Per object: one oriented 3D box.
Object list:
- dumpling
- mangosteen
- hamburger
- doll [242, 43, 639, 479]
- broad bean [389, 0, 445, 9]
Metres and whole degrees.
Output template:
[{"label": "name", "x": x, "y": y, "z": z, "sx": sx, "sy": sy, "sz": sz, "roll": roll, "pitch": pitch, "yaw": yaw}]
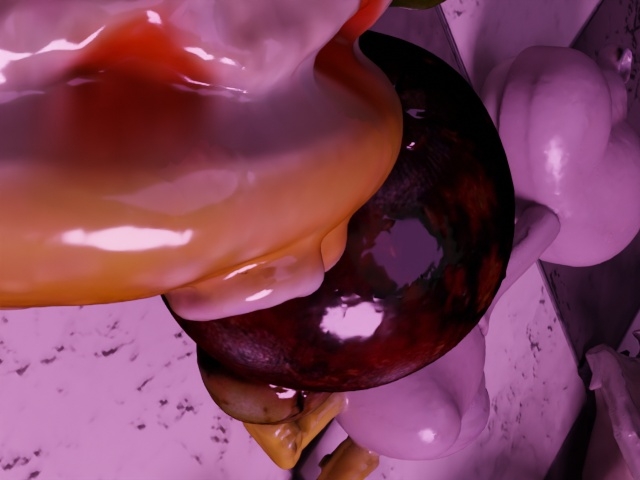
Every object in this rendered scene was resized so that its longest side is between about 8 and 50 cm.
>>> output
[{"label": "dumpling", "x": 0.260, "y": 0.202, "z": 1.068, "sx": 0.293, "sy": 0.163, "sz": 0.204, "roll": 48, "pitch": 44, "yaw": -23}, {"label": "mangosteen", "x": 0.000, "y": 0.000, "z": 0.711, "sx": 0.200, "sy": 0.200, "sz": 0.200, "roll": -19, "pitch": 115, "yaw": -49}, {"label": "hamburger", "x": -0.096, "y": -0.082, "z": 0.498, "sx": 0.302, "sy": 0.261, "sz": 0.186, "roll": -97, "pitch": -171, "yaw": -67}, {"label": "doll", "x": 0.097, "y": 0.011, "z": 0.888, "sx": 0.365, "sy": 0.094, "sz": 0.160, "roll": -53, "pitch": 134, "yaw": -29}, {"label": "broad bean", "x": 0.015, "y": -0.156, "z": 0.777, "sx": 0.227, "sy": 0.039, "sz": 0.069, "roll": 18, "pitch": 79, "yaw": -53}]
